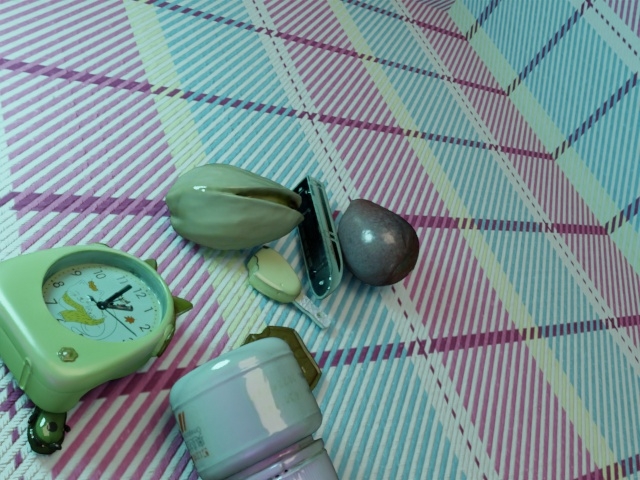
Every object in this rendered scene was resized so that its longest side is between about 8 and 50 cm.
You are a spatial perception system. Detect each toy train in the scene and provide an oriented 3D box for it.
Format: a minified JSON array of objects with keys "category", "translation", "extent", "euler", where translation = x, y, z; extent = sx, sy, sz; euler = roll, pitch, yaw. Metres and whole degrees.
[{"category":"toy train","translation":[0.000,0.000,1.625],"extent":[0.088,0.086,0.407],"euler":[25,36,-35]}]

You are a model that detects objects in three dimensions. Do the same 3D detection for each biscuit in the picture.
[{"category":"biscuit","translation":[-0.103,0.275,1.341],"extent":[0.215,0.034,0.182],"euler":[-14,62,-44]}]

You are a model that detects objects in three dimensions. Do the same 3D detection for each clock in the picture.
[{"category":"clock","translation":[-0.416,0.137,1.145],"extent":[0.286,0.117,0.348],"euler":[46,35,20]}]

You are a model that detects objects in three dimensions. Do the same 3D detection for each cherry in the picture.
[{"category":"cherry","translation":[0.143,0.009,1.662],"extent":[0.239,0.206,0.239],"euler":[18,15,-5]}]

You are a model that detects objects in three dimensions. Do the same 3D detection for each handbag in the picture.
[{"category":"handbag","translation":[-0.457,0.303,1.030],"extent":[0.072,0.047,0.111],"euler":[29,33,-30]}]

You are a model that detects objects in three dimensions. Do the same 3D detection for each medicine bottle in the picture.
[{"category":"medicine bottle","translation":[-0.110,0.354,1.098],"extent":[0.241,0.241,0.302],"euler":[-13,71,-44]}]

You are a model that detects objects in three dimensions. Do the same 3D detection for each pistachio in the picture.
[{"category":"pistachio","translation":[-0.201,-0.080,1.459],"extent":[0.331,0.226,0.208],"euler":[7,69,-19]}]

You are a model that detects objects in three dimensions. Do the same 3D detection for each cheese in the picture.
[{"category":"cheese","translation":[-0.075,0.123,1.493],"extent":[0.255,0.050,0.127],"euler":[42,37,2]}]
